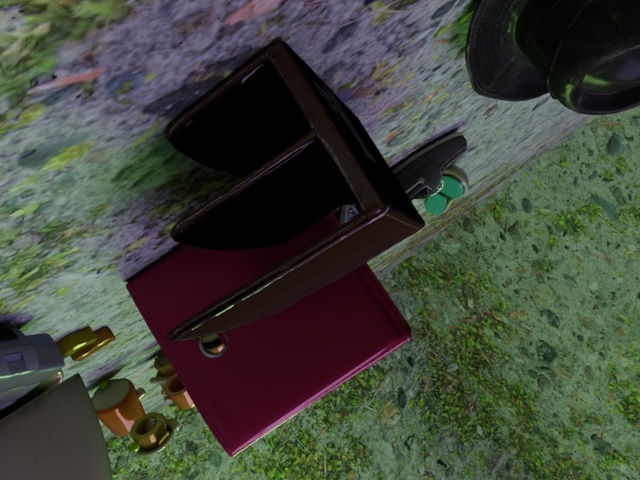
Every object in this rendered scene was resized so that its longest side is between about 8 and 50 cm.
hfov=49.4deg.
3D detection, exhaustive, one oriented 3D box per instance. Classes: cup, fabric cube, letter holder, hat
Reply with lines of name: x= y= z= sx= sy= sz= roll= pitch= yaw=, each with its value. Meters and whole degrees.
cup: x=-0.392 y=0.359 z=0.882 sx=0.331 sy=0.237 sz=0.331 roll=-33 pitch=180 yaw=0
fabric cube: x=-0.051 y=0.095 z=0.940 sx=0.258 sy=0.254 sz=0.259 roll=-34 pitch=171 yaw=4
letter holder: x=-0.042 y=-0.026 z=0.661 sx=0.214 sy=0.152 sz=0.302 roll=-33 pitch=172 yaw=11
hat: x=0.322 y=-0.221 z=0.723 sx=0.331 sy=0.134 sz=0.331 roll=-21 pitch=154 yaw=-11

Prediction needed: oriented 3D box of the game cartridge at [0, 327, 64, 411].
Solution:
game cartridge: x=-0.417 y=0.166 z=0.625 sx=0.230 sy=0.068 sz=0.355 roll=-39 pitch=170 yaw=7

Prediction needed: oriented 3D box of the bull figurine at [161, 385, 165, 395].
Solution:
bull figurine: x=-0.254 y=0.269 z=1.684 sx=0.310 sy=0.101 sz=0.188 roll=-36 pitch=173 yaw=10

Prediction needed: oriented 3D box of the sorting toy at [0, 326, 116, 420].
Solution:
sorting toy: x=-0.425 y=0.214 z=0.928 sx=0.307 sy=0.041 sz=0.229 roll=-33 pitch=172 yaw=-6

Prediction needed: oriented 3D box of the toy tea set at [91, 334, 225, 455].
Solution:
toy tea set: x=-0.327 y=0.277 z=1.442 sx=0.199 sy=0.124 sz=0.336 roll=2 pitch=-143 yaw=37

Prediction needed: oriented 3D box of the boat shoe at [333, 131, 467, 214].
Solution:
boat shoe: x=0.137 y=-0.073 z=1.240 sx=0.335 sy=0.096 sz=0.112 roll=-32 pitch=172 yaw=-11

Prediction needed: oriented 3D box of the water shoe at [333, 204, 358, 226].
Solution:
water shoe: x=0.042 y=-0.033 z=1.111 sx=0.072 sy=0.080 sz=0.203 roll=-2 pitch=116 yaw=-35

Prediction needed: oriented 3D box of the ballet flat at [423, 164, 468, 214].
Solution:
ballet flat: x=0.296 y=-0.132 z=1.624 sx=0.086 sy=0.086 sz=0.248 roll=-32 pitch=173 yaw=-13
